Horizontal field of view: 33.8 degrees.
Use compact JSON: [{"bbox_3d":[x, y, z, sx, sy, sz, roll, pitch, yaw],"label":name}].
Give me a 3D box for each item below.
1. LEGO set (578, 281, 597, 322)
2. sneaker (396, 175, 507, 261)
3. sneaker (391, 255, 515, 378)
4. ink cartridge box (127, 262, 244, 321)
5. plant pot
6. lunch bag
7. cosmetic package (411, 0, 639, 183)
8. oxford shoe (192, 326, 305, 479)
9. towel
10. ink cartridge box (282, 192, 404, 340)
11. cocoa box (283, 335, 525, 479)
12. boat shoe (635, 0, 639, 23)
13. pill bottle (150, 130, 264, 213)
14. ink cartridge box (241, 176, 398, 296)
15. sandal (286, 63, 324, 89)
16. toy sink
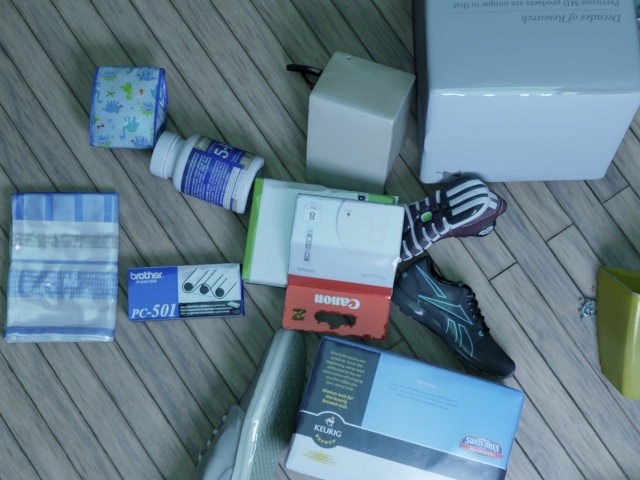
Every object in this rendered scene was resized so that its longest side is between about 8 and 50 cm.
[{"bbox_3d":[0.491,0.111,1.890,0.054,0.023,0.083,13,85,4],"label":"LEGO set"},{"bbox_3d":[0.210,-0.018,1.881,0.281,0.163,0.106,-22,68,35],"label":"sneaker"},{"bbox_3d":[0.245,0.138,1.853,0.267,0.101,0.106,39,98,6],"label":"sneaker"},{"bbox_3d":[-0.243,0.095,1.913,0.207,0.046,0.097,-3,82,2],"label":"ink cartridge box"},{"bbox_3d":[0.584,0.169,1.791,0.212,0.212,0.187,8,101,-3],"label":"plant pot"},{"bbox_3d":[-0.350,-0.243,1.929,0.129,0.096,0.151,2,94,3],"label":"lunch bag"},{"bbox_3d":[0.323,-0.337,1.754,0.328,0.329,0.393,-1,69,2],"label":"cosmetic package"},{"bbox_3d":[-0.139,0.357,1.833,0.130,0.169,0.449,16,85,25],"label":"oxford shoe"},{"bbox_3d":[-0.476,0.049,1.935,0.209,0.034,0.284,1,84,2],"label":"towel"},{"bbox_3d":[0.038,0.045,1.806,0.189,0.066,0.232,7,82,2],"label":"ink cartridge box"},{"bbox_3d":[0.140,0.312,1.779,0.347,0.231,0.227,15,84,4],"label":"cocoa box"},{"bbox_3d":[0.667,-0.448,1.900,0.306,0.113,0.104,-16,90,3],"label":"boat shoe"},{"bbox_3d":[-0.206,-0.129,1.902,0.187,0.112,0.112,20,85,4],"label":"pill bottle"},{"bbox_3d":[0.000,0.000,1.886,0.255,0.097,0.188,8,85,4],"label":"ink cartridge box"},{"bbox_3d":[0.019,-0.286,1.935,0.179,0.067,0.040,19,96,2],"label":"sandal"},{"bbox_3d":[0.070,-0.199,1.871,0.153,0.234,0.131,19,56,12],"label":"toy sink"}]
